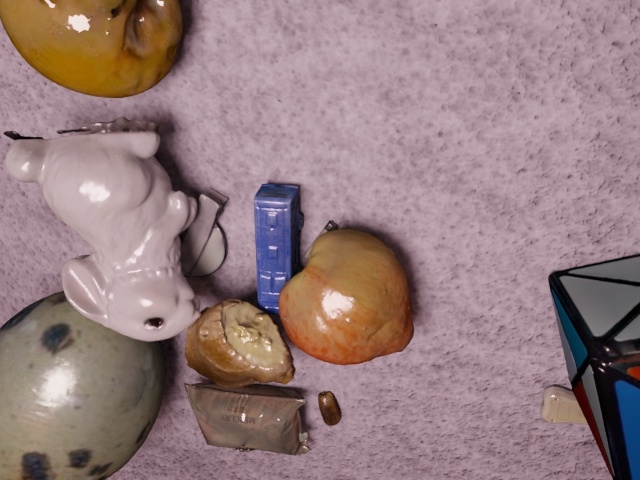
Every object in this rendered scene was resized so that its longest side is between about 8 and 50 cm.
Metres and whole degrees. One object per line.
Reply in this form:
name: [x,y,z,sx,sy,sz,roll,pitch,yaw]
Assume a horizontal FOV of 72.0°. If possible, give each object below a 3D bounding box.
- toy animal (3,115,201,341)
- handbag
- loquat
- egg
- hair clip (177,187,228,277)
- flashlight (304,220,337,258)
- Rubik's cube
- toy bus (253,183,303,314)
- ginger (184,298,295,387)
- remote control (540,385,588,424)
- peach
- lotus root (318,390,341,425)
toy animal: [-0.327,-0.004,0.718,0.258,0.194,0.357,-9,96,-19]
handbag: [-0.153,0.386,0.943,0.271,0.117,0.182,2,121,12]
loquat: [-0.323,-0.323,0.627,0.244,0.244,0.243,5,114,12]
egg: [-0.483,0.284,0.853,0.345,0.345,0.428,25,113,3]
hair clip: [-0.241,-0.003,0.833,0.140,0.054,0.220,31,119,-5]
flashlight: [0.000,0.000,0.789,0.018,0.018,0.083,36,116,-3]
Rubik's cube: [0.493,0.168,0.613,0.246,0.250,0.248,-14,106,19]
toy bus: [-0.078,0.022,0.776,0.079,0.094,0.236,7,114,12]
ginger: [-0.140,0.204,0.809,0.221,0.130,0.275,12,152,20]
remote control: [0.465,0.301,0.794,0.122,0.032,0.074,3,113,12]
peach: [0.055,0.101,0.713,0.233,0.232,0.232,5,114,12]
lotus root: [0.020,0.360,0.931,0.037,0.030,0.083,-11,110,17]
